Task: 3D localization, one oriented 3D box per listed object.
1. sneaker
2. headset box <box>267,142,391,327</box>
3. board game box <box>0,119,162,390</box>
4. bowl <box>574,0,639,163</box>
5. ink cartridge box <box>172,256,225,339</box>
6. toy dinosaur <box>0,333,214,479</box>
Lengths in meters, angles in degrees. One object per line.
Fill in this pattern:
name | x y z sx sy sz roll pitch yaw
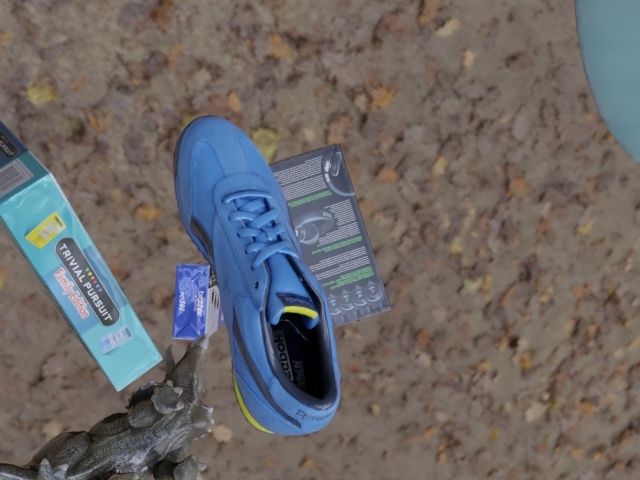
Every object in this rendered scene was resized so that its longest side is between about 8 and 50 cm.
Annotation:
sneaker | -0.032 0.013 0.606 0.069 0.209 0.082 -11 167 -26
headset box | 0.000 0.000 1.606 0.131 0.246 0.283 -18 95 -4
board game box | -0.355 0.008 1.329 0.079 0.254 0.336 -35 132 -15
bowl | 0.353 -0.201 0.779 0.311 0.163 0.311 -8 102 -40
ink cartridge box | -0.160 0.075 1.373 0.046 0.207 0.097 4 92 1
toy dinosaur | -0.204 0.208 0.960 0.313 0.160 0.121 -31 90 -26
